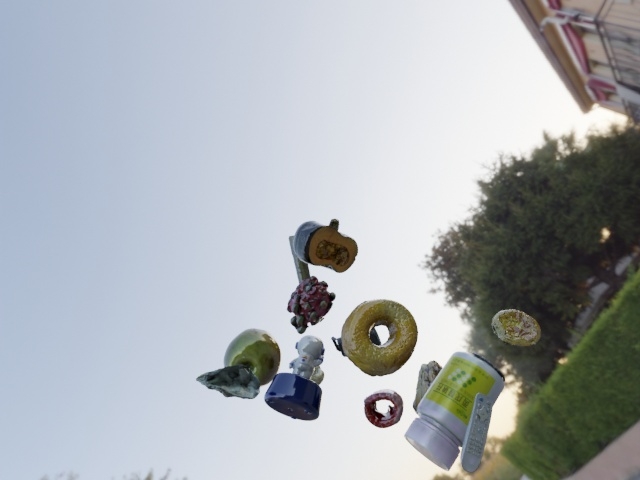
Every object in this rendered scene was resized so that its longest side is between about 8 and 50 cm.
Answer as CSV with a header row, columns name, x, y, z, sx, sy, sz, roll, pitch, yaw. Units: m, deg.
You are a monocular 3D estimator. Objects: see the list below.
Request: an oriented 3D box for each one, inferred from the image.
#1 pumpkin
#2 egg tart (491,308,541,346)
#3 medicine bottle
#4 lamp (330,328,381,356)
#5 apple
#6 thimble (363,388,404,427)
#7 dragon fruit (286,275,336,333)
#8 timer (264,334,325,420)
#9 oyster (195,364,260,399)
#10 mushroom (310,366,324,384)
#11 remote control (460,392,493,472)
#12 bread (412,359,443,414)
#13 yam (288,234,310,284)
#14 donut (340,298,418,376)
name,x,y,z,sx,sy,sz,roll,pitch,yaw
pumpkin,0.000,0.000,1.984,0.325,0.232,0.242,26,-88,-44
egg tart,0.996,0.458,2.217,0.241,0.241,0.106,-30,-43,-30
medicine bottle,0.482,0.604,1.561,0.379,0.213,0.214,-49,-33,-20
lamp,0.171,0.498,2.111,0.227,0.172,0.147,-24,-76,5
apple,-0.379,0.675,2.457,0.338,0.338,0.305,-50,-2,-3
thimble,0.310,0.810,2.093,0.189,0.163,0.125,-13,-10,14
dragon fruit,-0.059,0.285,1.877,0.198,0.218,0.273,33,-81,-38
timer,-0.083,0.634,2.084,0.270,0.270,0.384,78,-154,-49
oyster,-0.386,0.630,1.891,0.252,0.199,0.087,-20,-9,-41
mushroom,-0.049,0.738,2.372,0.148,0.148,0.112,-21,-68,-38
remote control,0.474,0.587,1.327,0.044,0.073,0.229,-30,35,63
bread,0.572,0.746,2.017,0.167,0.278,0.324,-31,8,30
yam,-0.096,0.151,2.246,0.083,0.083,0.372,-8,-95,-46
donut,0.213,0.324,1.504,0.277,0.277,0.108,-39,-15,-19
